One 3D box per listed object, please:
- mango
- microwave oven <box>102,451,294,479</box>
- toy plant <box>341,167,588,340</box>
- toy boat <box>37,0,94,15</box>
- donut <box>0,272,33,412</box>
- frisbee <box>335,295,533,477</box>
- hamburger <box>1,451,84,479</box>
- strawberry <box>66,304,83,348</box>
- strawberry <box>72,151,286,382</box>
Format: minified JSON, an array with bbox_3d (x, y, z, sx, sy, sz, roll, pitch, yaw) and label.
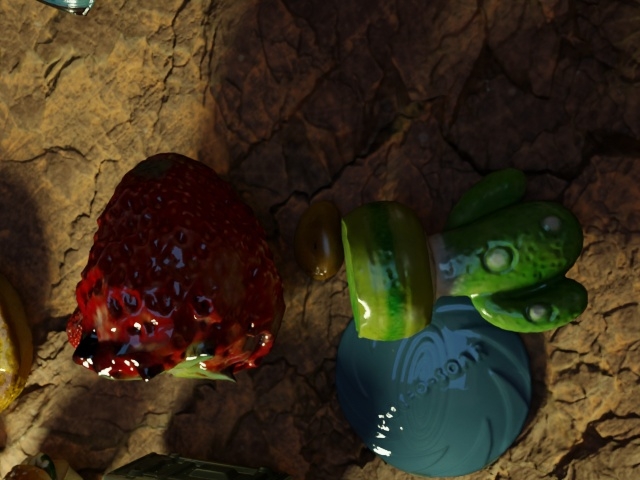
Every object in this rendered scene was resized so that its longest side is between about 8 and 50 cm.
[{"bbox_3d":[0.000,0.000,1.321,0.080,0.060,0.114,13,103,30],"label":"mango"},{"bbox_3d":[-0.177,0.404,1.356,0.240,0.194,0.145,4,93,16],"label":"microwave oven"},{"bbox_3d":[0.192,0.021,1.224,0.315,0.184,0.224,-7,75,-1],"label":"toy plant"},{"bbox_3d":[-0.396,-0.385,1.387,0.137,0.060,0.061,28,125,15],"label":"toy boat"},{"bbox_3d":[-0.593,0.166,1.489,0.302,0.110,0.303,1,95,15],"label":"donut"},{"bbox_3d":[0.155,0.203,1.306,0.289,0.049,0.290,2,97,16],"label":"frisbee"},{"bbox_3d":[-0.449,0.449,1.426,0.147,0.237,0.237,31,106,-20],"label":"hamburger"},{"bbox_3d":[-0.324,0.133,1.399,0.148,0.131,0.131,7,99,7],"label":"strawberry"},{"bbox_3d":[-0.181,0.042,1.258,0.291,0.292,0.310,15,91,14],"label":"strawberry"}]
